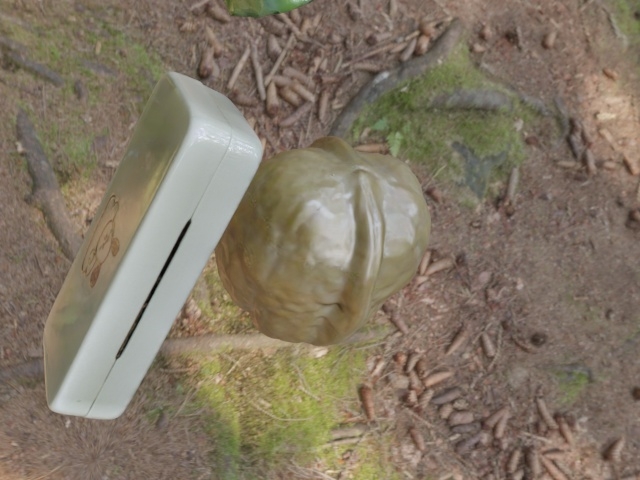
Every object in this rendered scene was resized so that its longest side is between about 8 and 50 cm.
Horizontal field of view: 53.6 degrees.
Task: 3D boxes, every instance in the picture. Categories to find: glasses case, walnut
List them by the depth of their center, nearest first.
[{"bbox_3d":[-0.166,0.010,0.582,0.070,0.313,0.131,18,23,-34],"label":"glasses case"},{"bbox_3d":[0.000,0.000,1.089,0.381,0.381,0.381,6,70,-18],"label":"walnut"}]

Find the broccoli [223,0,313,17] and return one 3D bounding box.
[{"bbox_3d":[-0.035,-0.198,0.300,0.219,0.194,0.194,2,68,15],"label":"broccoli"}]
